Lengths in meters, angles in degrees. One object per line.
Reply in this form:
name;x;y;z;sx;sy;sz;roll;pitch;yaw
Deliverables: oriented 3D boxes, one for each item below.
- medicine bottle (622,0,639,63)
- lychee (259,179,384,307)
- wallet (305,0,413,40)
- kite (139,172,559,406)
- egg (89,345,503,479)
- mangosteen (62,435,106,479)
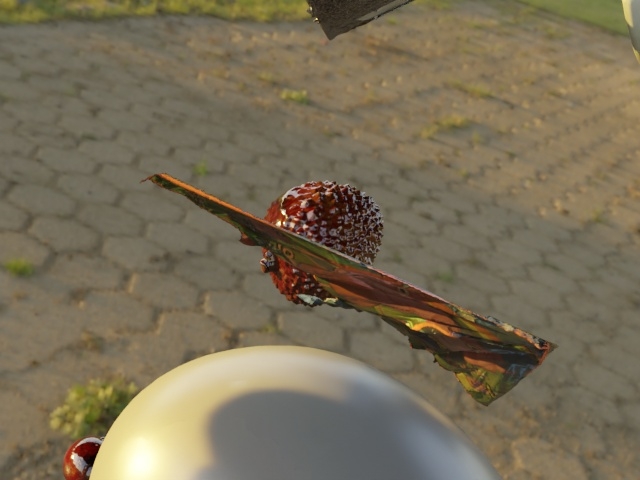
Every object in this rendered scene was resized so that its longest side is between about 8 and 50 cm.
medicine bottle;0.425;-0.228;0.876;0.324;0.124;0.179;-4;-20;25
lychee;0.002;0.000;1.040;0.129;0.123;0.123;-19;23;6
wallet;0.081;-0.304;1.125;0.071;0.220;0.262;65;6;9
kite;0.047;0.045;0.625;0.321;0.016;0.234;34;-13;-32
egg;0.005;0.124;0.384;0.198;0.146;0.146;41;20;-9
mangosteen;-0.257;0.264;1.209;0.080;0.081;0.081;16;22;-7
